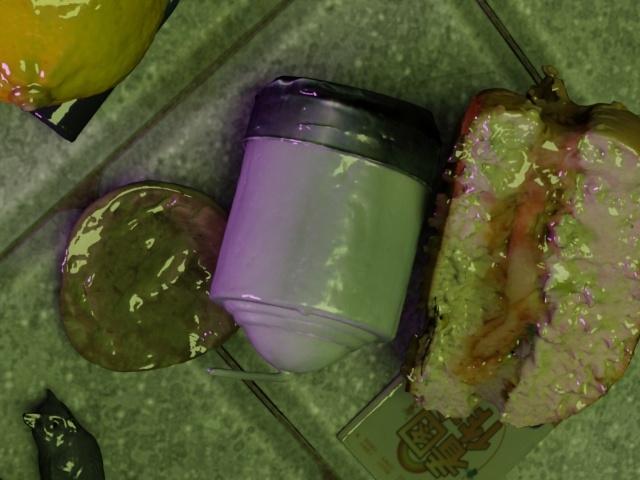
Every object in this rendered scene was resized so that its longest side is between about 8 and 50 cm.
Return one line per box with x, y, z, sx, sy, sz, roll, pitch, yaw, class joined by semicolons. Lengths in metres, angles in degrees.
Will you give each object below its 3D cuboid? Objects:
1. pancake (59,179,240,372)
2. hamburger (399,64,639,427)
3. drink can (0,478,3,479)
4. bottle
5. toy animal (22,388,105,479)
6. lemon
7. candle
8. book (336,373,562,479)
-0.190;0.044;1.988;0.242;0.050;0.242;-8;113;-19;pancake
0.251;-0.018;2.000;0.268;0.287;0.445;9;132;3;hamburger
-0.360;0.337;1.909;0.118;0.205;0.118;-5;105;-19;drink can
-0.218;-0.219;1.894;0.082;0.072;0.244;36;89;-8;bottle
-0.282;0.272;2.007;0.117;0.121;0.210;-26;97;33;toy animal
-0.277;-0.273;1.745;0.268;0.268;0.321;28;63;-25;lemon
0.000;0.000;1.926;0.221;0.221;0.342;16;82;-24;candle
0.187;0.208;2.191;0.295;0.020;0.208;-44;115;-6;book
